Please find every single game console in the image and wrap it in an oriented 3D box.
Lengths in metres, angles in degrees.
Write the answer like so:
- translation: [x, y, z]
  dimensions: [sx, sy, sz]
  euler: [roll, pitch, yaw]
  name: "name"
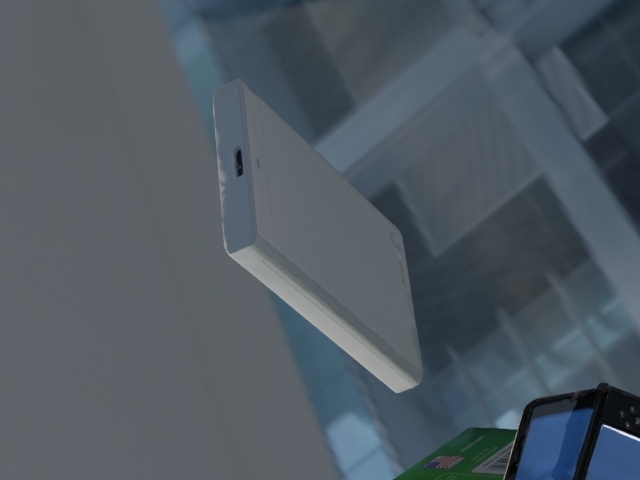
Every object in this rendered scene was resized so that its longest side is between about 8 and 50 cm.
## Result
- translation: [0.219, 0.197, 1.407]
  dimensions: [0.124, 0.144, 0.085]
  euler: [22, -153, 19]
  name: "game console"

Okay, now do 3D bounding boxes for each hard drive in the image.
- translation: [0.000, 0.000, 1.722]
  dimensions: [0.307, 0.040, 0.203]
  euler: [41, -147, -45]
  name: "hard drive"

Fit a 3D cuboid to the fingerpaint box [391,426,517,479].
- translation: [0.115, 0.420, 1.601]
  dimensions: [0.445, 0.163, 0.371]
  euler: [-25, -71, -51]
  name: "fingerpaint box"
